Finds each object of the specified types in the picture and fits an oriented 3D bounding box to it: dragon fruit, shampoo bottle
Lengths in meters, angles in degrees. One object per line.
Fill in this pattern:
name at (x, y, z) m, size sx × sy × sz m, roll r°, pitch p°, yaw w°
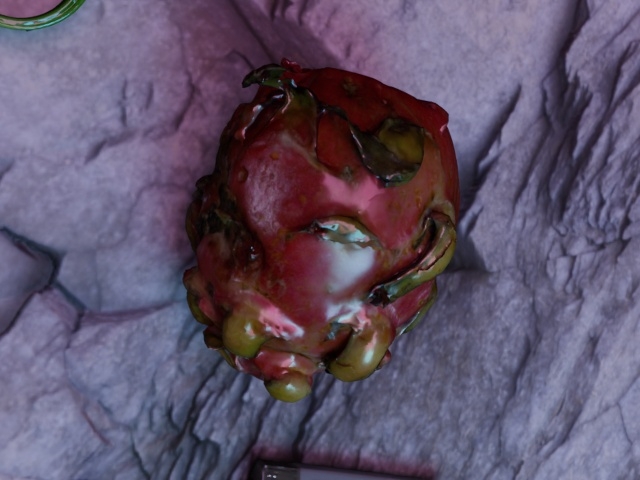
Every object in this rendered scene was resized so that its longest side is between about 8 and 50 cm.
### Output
dragon fruit at (0.000, 0.000, 0.739) m, size 0.250 × 0.269 × 0.291 m, roll 24°, pitch 80°, yaw -11°
shampoo bottle at (0.032, 0.287, 0.864) m, size 0.228 × 0.056 × 0.086 m, roll 14°, pitch 86°, yaw -22°

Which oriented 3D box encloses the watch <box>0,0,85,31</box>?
watch at (-0.244, -0.258, 0.702) m, size 0.165 × 0.131 × 0.151 m, roll -5°, pitch 104°, yaw -23°
